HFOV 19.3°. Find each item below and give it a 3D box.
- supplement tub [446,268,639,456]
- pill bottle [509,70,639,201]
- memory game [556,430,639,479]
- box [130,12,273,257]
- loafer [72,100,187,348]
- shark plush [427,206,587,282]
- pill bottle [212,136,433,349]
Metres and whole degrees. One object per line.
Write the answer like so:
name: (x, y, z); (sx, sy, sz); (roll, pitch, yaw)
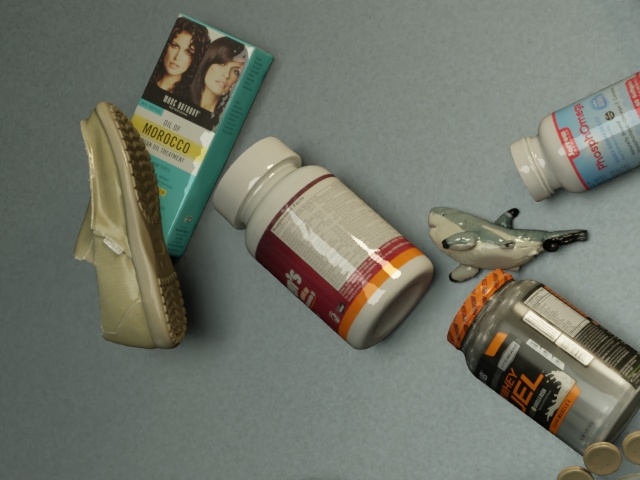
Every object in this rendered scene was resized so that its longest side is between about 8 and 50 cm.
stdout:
supplement tub: (0.226, 0.118, 1.867); (0.190, 0.117, 0.117); (36, 96, 17)
pill bottle: (0.275, -0.101, 1.885); (0.160, 0.087, 0.087); (-26, 78, 14)
memory game: (0.315, 0.261, 1.831); (0.186, 0.012, 0.186); (3, 119, 5)
box: (-0.151, -0.112, 2.035); (0.100, 0.060, 0.244); (26, 94, 18)
loafer: (-0.214, -0.011, 1.961); (0.092, 0.102, 0.268); (-15, 83, 10)
shark plush: (0.188, -0.010, 1.925); (0.161, 0.073, 0.067); (-8, 53, 21)
pill bottle: (0.000, 0.000, 1.946); (0.221, 0.121, 0.121); (41, 98, 16)
